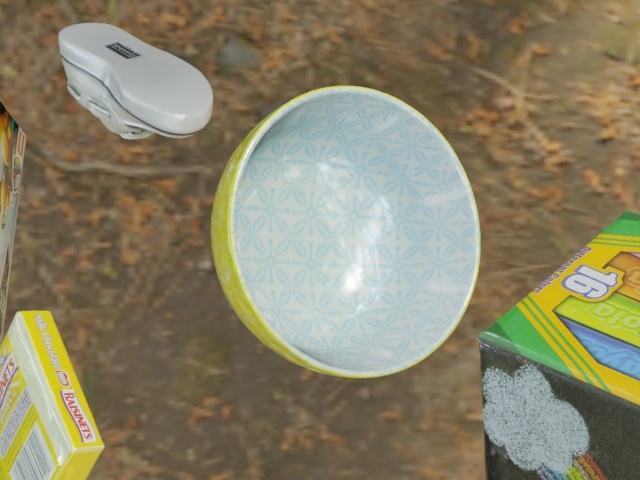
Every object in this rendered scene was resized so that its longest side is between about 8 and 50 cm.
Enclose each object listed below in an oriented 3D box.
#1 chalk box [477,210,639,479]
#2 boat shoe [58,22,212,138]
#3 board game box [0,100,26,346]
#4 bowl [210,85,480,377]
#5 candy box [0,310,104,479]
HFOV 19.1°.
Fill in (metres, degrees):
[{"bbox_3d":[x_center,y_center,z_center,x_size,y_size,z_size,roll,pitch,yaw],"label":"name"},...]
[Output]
[{"bbox_3d":[0.269,0.133,1.215,0.289,0.179,0.180,23,135,35],"label":"chalk box"},{"bbox_3d":[-0.202,-0.153,2.037,0.267,0.096,0.088,31,130,43],"label":"boat shoe"},{"bbox_3d":[-0.306,0.025,1.581,0.053,0.193,0.305,3,76,5],"label":"board game box"},{"bbox_3d":[0.000,0.000,1.901,0.156,0.289,0.289,-13,83,58],"label":"bowl"},{"bbox_3d":[-0.191,0.148,1.154,0.206,0.027,0.105,-59,44,39],"label":"candy box"}]
